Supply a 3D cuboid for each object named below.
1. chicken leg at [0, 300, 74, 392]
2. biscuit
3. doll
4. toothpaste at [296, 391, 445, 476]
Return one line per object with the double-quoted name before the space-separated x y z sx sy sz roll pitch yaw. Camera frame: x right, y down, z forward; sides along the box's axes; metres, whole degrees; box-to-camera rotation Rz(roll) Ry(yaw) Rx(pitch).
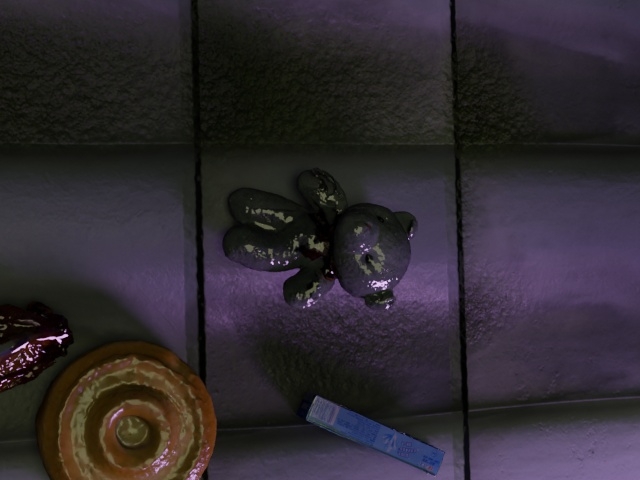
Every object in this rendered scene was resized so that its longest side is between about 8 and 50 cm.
"chicken leg" -0.590 0.181 1.619 0.406 0.096 0.158 -3 84 -17
"biscuit" -0.313 0.310 1.705 0.296 0.102 0.297 2 85 -18
"doll" 0.005 -0.001 1.794 0.340 0.158 0.246 18 70 -15
"toothpaste" 0.091 0.346 1.857 0.272 0.066 0.053 26 79 -16
